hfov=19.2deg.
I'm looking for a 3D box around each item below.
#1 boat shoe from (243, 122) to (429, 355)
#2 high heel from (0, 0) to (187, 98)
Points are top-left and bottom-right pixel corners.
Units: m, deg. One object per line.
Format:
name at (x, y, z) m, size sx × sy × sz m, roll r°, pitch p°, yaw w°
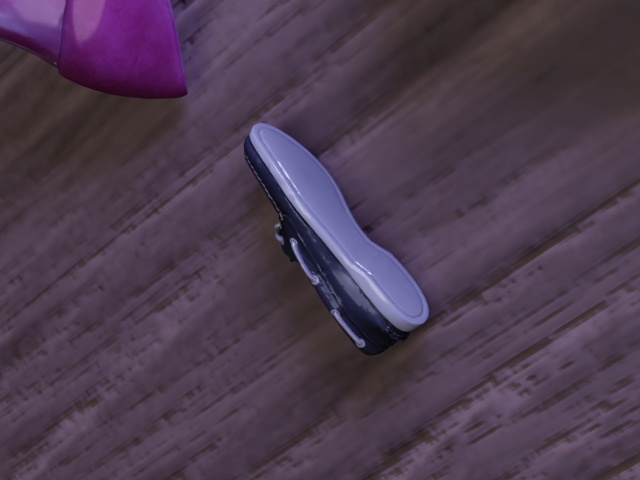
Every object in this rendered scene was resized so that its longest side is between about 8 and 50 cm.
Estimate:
boat shoe at (0.000, 0.000, 0.910) m, size 0.038 × 0.046 × 0.125 m, roll -40°, pitch 91°, yaw 29°
high heel at (-0.083, -0.189, 0.899) m, size 0.117 × 0.082 × 0.244 m, roll 19°, pitch 102°, yaw -9°
